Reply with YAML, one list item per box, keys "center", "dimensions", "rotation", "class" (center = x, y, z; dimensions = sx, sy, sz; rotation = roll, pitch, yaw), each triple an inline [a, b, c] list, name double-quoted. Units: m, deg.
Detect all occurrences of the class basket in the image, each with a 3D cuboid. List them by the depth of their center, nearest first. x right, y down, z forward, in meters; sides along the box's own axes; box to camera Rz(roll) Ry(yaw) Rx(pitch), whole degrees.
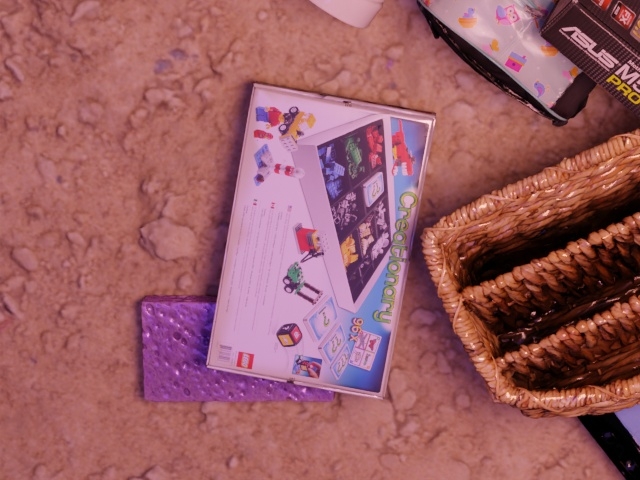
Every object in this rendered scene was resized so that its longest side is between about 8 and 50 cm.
- center: [0.280, 0.047, 1.893]
  dimensions: [0.299, 0.223, 0.213]
  rotation: [-23, 69, 11]
  class: "basket"

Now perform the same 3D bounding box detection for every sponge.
- center: [-0.088, 0.117, 2.081]
  dimensions: [0.210, 0.031, 0.117]
  rotation: [0, 108, 5]
  class: "sponge"

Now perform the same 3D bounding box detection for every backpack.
- center: [0.191, -0.222, 1.880]
  dimensions: [0.188, 0.166, 0.144]
  rotation: [29, 106, -11]
  class: "backpack"

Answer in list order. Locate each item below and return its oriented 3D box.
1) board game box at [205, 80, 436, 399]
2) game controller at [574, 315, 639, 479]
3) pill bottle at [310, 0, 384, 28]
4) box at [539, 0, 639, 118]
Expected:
- center: [0.000, 0.000, 2.006]
  dimensions: [0.193, 0.053, 0.305]
  rotation: [11, 100, 2]
  class: "board game box"
- center: [0.383, 0.192, 2.047]
  dimensions: [0.166, 0.067, 0.319]
  rotation: [-36, 102, 14]
  class: "game controller"
- center: [0.071, -0.335, 1.873]
  dimensions: [0.136, 0.136, 0.245]
  rotation: [33, 107, -6]
  class: "pill bottle"
- center: [0.349, -0.221, 1.826]
  dimensions: [0.216, 0.270, 0.060]
  rotation: [39, 140, -6]
  class: "box"
